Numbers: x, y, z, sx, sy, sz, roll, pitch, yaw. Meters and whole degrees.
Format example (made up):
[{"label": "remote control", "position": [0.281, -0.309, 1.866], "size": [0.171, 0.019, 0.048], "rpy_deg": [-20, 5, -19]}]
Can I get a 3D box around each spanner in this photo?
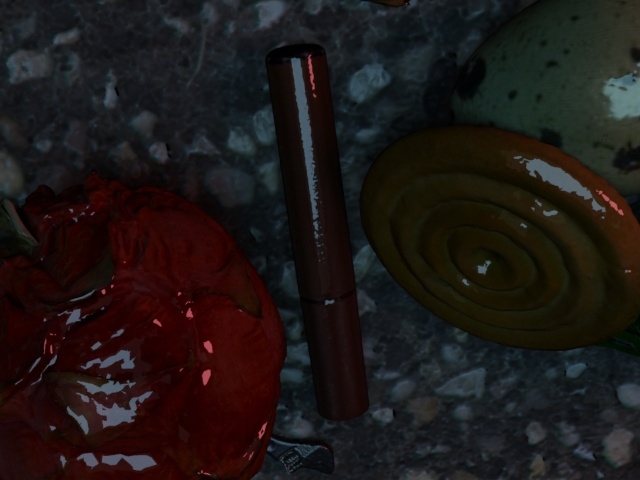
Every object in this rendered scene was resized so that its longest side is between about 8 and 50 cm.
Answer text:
[{"label": "spanner", "position": [-0.078, 0.196, 0.890], "size": [0.209, 0.012, 0.046], "rpy_deg": [26, 106, -8]}]

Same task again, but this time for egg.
[{"label": "egg", "position": [0.217, -0.120, 0.699], "size": [0.228, 0.177, 0.177], "rpy_deg": [-5, 110, 22]}]

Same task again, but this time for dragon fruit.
[{"label": "dragon fruit", "position": [-0.165, 0.107, 0.726], "size": [0.278, 0.277, 0.342], "rpy_deg": [-27, 105, 8]}]

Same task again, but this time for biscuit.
[{"label": "biscuit", "position": [0.149, 0.011, 0.733], "size": [0.262, 0.037, 0.262], "rpy_deg": [21, 144, 16]}]

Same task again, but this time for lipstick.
[{"label": "lipstick", "position": [0.000, 0.000, 0.799], "size": [0.057, 0.057, 0.356], "rpy_deg": [-6, 108, 2]}]

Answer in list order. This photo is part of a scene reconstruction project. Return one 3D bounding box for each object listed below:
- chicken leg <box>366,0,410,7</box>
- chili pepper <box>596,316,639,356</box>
[{"label": "chicken leg", "position": [0.086, -0.377, 0.637], "size": [0.295, 0.182, 0.409], "rpy_deg": [31, 122, -1]}, {"label": "chili pepper", "position": [0.269, 0.052, 0.814], "size": [0.257, 0.074, 0.100], "rpy_deg": [23, 116, -14]}]
